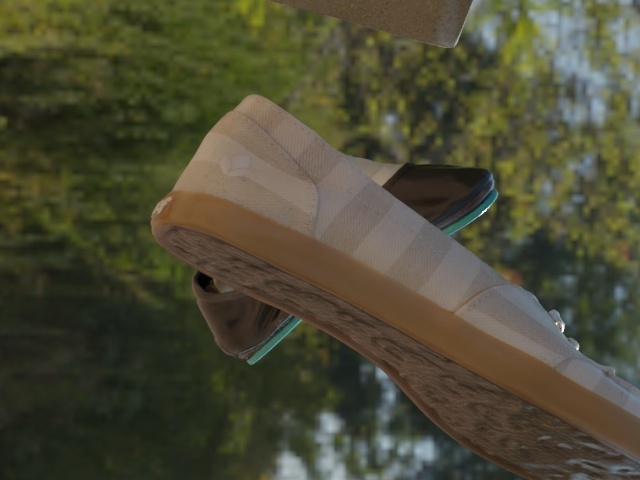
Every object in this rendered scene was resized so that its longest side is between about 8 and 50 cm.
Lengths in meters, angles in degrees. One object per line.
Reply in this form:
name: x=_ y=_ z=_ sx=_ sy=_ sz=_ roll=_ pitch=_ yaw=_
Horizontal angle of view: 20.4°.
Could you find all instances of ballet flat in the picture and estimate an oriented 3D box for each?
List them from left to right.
ballet flat: x=0.000 y=0.000 z=1.278 sx=0.280 sy=0.096 sz=0.095 roll=-35 pitch=-174 yaw=37

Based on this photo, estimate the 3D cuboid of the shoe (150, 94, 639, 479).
shoe: x=0.046 y=0.025 z=0.630 sx=0.076 sy=0.219 sz=0.058 roll=-29 pitch=-148 yaw=62

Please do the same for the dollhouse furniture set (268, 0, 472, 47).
dollhouse furniture set: x=-0.001 y=-0.230 z=0.576 sx=0.262 sy=0.135 sz=0.259 roll=-97 pitch=-158 yaw=-56
